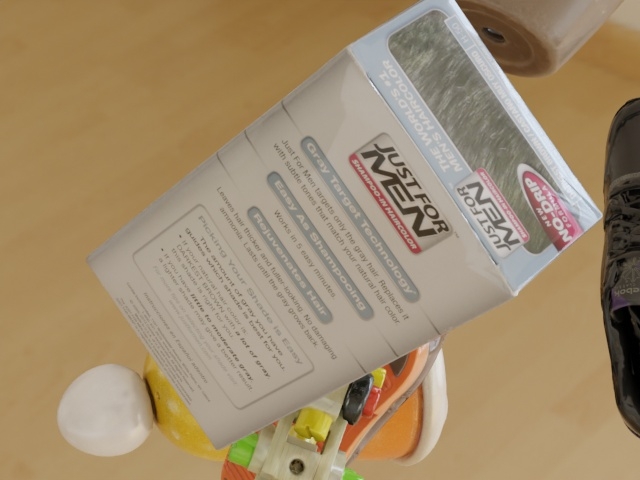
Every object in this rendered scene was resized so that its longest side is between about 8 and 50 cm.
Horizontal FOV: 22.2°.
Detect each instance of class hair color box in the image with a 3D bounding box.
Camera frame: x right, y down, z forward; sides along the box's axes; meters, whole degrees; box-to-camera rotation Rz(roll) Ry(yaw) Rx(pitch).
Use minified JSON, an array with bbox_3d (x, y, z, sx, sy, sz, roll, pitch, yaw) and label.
[{"bbox_3d":[0.000,0.000,1.156,0.113,0.374,0.185,-36,92,-39],"label":"hair color box"}]

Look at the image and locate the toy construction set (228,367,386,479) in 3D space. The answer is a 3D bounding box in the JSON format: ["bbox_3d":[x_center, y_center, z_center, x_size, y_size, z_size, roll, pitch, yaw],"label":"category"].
[{"bbox_3d":[-0.002,0.118,1.499,0.151,0.215,0.328,7,67,-5],"label":"toy construction set"}]

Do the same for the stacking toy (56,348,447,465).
[{"bbox_3d":[-0.105,0.174,2.120,0.479,0.351,0.351,-14,39,-19],"label":"stacking toy"}]

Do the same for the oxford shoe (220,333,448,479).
[{"bbox_3d":[0.023,0.213,1.955,0.130,0.363,0.132,55,27,18],"label":"oxford shoe"}]

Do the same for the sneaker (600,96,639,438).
[{"bbox_3d":[0.270,0.019,1.291,0.107,0.283,0.124,-8,-9,25],"label":"sneaker"}]

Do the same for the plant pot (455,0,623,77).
[{"bbox_3d":[0.228,-0.296,1.668,0.263,0.263,0.229,21,73,27],"label":"plant pot"}]
